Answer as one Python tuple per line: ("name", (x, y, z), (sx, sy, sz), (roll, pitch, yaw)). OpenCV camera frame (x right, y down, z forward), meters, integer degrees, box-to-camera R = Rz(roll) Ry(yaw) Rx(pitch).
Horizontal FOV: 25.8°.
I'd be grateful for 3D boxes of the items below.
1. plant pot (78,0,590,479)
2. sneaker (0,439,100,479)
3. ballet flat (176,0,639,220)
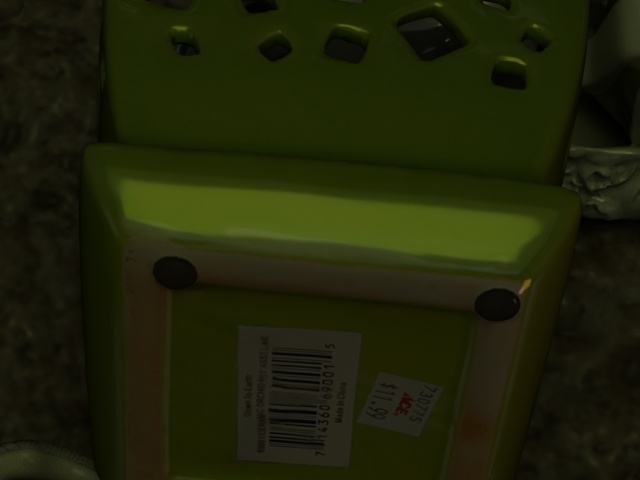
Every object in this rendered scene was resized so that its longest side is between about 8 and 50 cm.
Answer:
("plant pot", (0.000, 0.000, 0.643), (0.227, 0.228, 0.207), (6, 42, -1))
("sneaker", (-0.081, 0.182, 0.672), (0.252, 0.111, 0.103), (29, 73, 9))
("ballet flat", (0.120, -0.088, 0.763), (0.409, 0.147, 0.147), (0, 70, -2))
